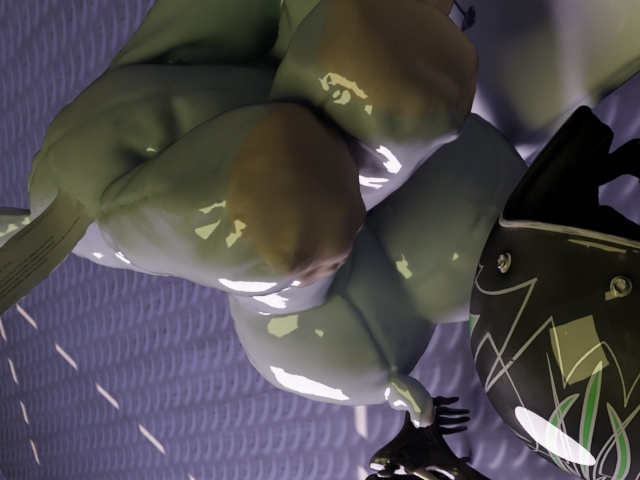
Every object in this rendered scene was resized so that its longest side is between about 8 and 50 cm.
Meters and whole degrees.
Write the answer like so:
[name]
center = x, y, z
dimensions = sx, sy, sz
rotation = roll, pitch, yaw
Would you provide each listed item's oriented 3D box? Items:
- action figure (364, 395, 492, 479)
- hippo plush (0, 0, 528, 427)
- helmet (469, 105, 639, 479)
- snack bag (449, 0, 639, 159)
[action figure]
center = 0.134, 0.223, 0.979
dimensions = 0.164, 0.141, 0.276
rotation = 92, 155, -45
[hippo plush]
center = 0.000, 0.000, 0.742
dimensions = 0.236, 0.294, 0.234
rotation = 45, 179, -35
[helmet]
center = 0.144, 0.032, 0.689
dimensions = 0.169, 0.161, 0.169
rotation = 19, 142, 15
[snack bag]
center = 0.029, -0.185, 0.769
dimensions = 0.342, 0.037, 0.323
rotation = 54, 164, 2
